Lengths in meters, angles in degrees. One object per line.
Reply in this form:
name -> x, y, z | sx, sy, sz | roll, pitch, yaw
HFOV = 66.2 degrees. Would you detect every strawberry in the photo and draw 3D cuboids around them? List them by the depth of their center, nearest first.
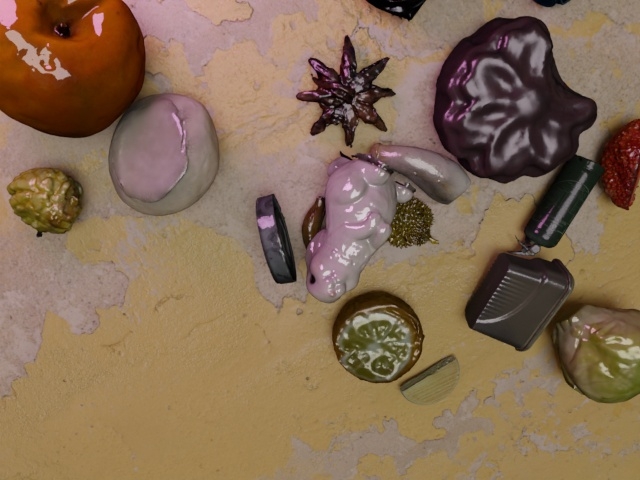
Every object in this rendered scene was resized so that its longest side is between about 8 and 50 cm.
strawberry -> 0.809, -0.215, 1.309 | 0.175, 0.107, 0.235 | 22, 92, -53

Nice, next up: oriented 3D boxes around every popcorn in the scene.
popcorn -> -0.650, -0.089, 1.168 | 0.174, 0.142, 0.173 | -7, 135, -7

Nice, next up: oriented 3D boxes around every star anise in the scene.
star anise -> 0.073, -0.356, 1.189 | 0.272, 0.102, 0.271 | -3, 106, -9

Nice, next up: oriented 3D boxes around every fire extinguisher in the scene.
fire extinguisher -> 0.633, -0.080, 1.332 | 0.114, 0.095, 0.311 | 27, 100, 1

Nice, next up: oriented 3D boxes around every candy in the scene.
candy -> -0.360, -0.196, 1.142 | 0.296, 0.185, 0.295 | -2, 84, 19
candy -> 0.158, 0.269, 1.365 | 0.260, 0.118, 0.259 | -1, 104, -4

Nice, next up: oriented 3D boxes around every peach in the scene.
peach -> -0.546, -0.383, 1.012 | 0.343, 0.302, 0.342 | 3, 84, -32

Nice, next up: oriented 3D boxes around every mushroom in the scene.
mushroom -> 0.258, -0.185, 1.252 | 0.270, 0.118, 0.103 | 27, 62, -11

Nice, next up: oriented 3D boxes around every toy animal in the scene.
toy animal -> 0.063, -0.026, 1.191 | 0.194, 0.258, 0.357 | 28, 91, -37

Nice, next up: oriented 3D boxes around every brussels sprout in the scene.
brussels sprout -> 0.819, 0.309, 1.397 | 0.274, 0.242, 0.316 | -16, 103, 24

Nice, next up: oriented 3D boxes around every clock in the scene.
clock -> -0.108, -0.002, 1.204 | 0.049, 0.226, 0.226 | -14, 107, 3

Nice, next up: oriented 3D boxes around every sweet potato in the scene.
sweet potato -> -0.006, 0.000, 1.302 | 0.081, 0.062, 0.233 | -15, 104, -19

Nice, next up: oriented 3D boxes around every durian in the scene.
durian -> 0.237, -0.040, 1.298 | 0.208, 0.102, 0.146 | 37, 93, -18

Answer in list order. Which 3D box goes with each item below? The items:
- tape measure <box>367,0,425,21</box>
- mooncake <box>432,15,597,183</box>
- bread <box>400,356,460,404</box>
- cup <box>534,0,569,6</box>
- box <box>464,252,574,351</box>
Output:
tape measure -> 0.174, -0.626, 1.112 | 0.223, 0.135, 0.202 | 37, 109, -12
mooncake -> 0.459, -0.324, 1.194 | 0.381, 0.212, 0.350 | 39, 104, -13
bread -> 0.340, 0.433, 1.473 | 0.193, 0.036, 0.112 | -31, 111, -1
cup -> 0.576, -0.639, 1.164 | 0.155, 0.131, 0.176 | -47, 130, 12
box -> 0.537, 0.159, 1.349 | 0.178, 0.138, 0.274 | 19, 114, -7
